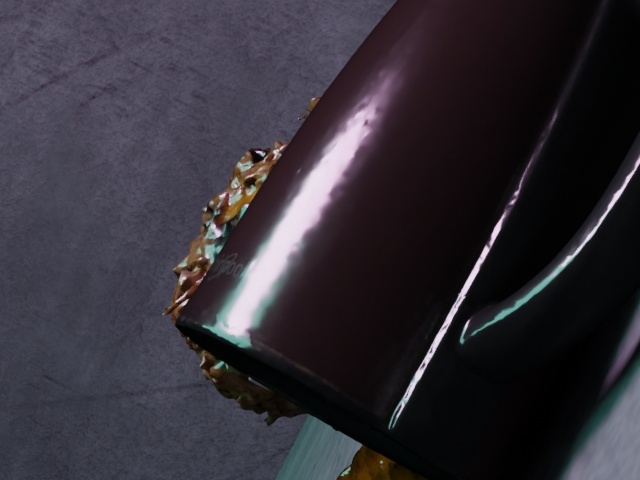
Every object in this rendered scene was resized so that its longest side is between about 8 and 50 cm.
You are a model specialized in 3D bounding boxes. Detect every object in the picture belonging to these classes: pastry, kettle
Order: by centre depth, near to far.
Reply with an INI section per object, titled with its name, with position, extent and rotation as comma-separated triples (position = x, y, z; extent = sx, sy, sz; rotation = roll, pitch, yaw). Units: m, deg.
[kettle]
position = 0.067, -0.029, 0.482
extent = 0.232, 0.144, 0.202
rotation = -61, 18, -10
[pastry]
position = 0.000, 0.000, 0.940
extent = 0.275, 0.193, 0.275
rotation = -31, -34, -24

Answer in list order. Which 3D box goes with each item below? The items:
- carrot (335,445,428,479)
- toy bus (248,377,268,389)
[carrot]
position = 0.012, 0.172, 0.648
extent = 0.314, 0.066, 0.066
rotation = -60, 1, 36
[toy bus]
position = 0.074, -0.047, 0.708
extent = 0.097, 0.138, 0.343
rotation = -75, 11, -63
